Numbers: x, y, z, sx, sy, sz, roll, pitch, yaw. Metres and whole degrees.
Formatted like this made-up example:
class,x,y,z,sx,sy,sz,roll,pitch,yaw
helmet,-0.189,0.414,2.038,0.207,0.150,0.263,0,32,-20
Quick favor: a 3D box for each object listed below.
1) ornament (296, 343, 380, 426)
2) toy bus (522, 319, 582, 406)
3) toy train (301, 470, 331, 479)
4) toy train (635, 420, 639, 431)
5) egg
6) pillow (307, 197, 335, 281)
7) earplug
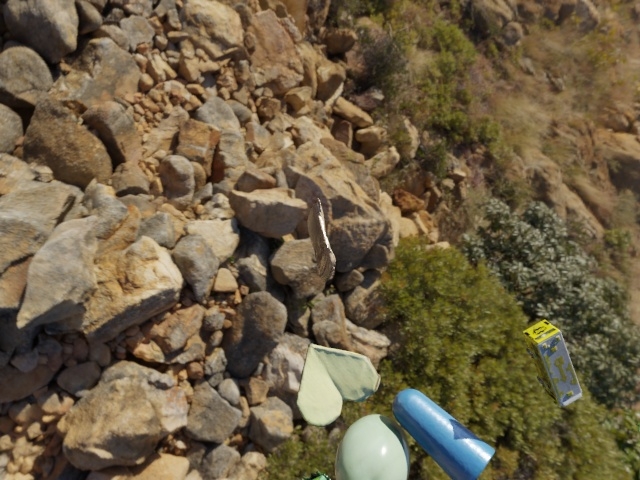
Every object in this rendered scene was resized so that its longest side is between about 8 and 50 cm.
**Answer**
class,x,y,z,sx,sy,sz,roll,pitch,yaw
ornament,0.023,0.324,0.958,0.201,0.059,0.180,-32,72,-4
toy bus,0.600,0.315,1.036,0.081,0.074,0.226,-28,108,-4
toy train,-0.019,0.600,0.757,0.271,0.188,0.159,57,28,10
toy train,0.586,0.263,0.575,0.243,0.188,0.132,-31,101,-43
egg,0.147,0.610,1.116,0.283,0.203,0.202,-26,111,-60
pillow,-0.001,0.002,1.091,0.034,0.135,0.211,-5,65,-19
earplug,0.315,0.520,1.092,0.132,0.273,0.132,-35,146,-28
